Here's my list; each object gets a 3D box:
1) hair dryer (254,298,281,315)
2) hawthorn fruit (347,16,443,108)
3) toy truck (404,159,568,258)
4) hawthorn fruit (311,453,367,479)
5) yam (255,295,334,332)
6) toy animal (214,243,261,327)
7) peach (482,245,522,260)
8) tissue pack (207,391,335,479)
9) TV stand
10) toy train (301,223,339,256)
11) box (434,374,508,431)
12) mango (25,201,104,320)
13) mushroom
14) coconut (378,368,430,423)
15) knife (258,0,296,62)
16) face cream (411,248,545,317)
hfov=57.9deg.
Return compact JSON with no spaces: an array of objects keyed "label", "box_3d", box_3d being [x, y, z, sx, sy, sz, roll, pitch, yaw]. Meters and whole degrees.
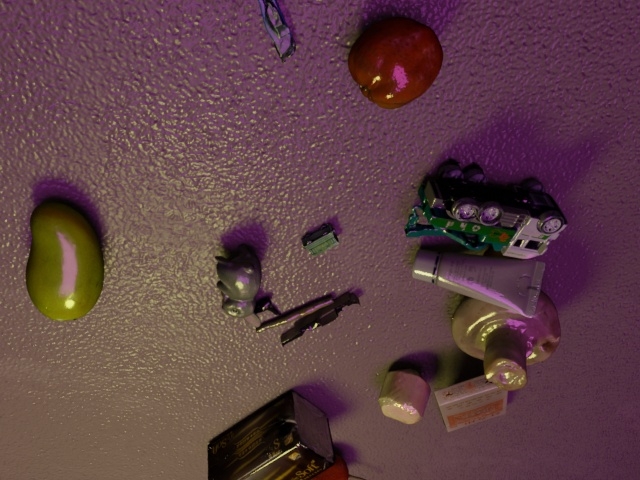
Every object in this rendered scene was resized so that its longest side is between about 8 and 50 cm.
[{"label":"hair dryer","box_3d":[-0.145,0.193,1.566,0.079,0.031,0.083,-34,130,27]},{"label":"hawthorn fruit","box_3d":[0.152,-0.353,1.155,0.190,0.189,0.189,-4,124,-6]},{"label":"toy truck","box_3d":[0.394,-0.064,1.394,0.364,0.176,0.177,7,131,-12]},{"label":"hawthorn fruit","box_3d":[0.069,0.788,1.924,0.286,0.165,0.165,10,122,-21]},{"label":"yam","box_3d":[-0.070,0.206,1.581,0.234,0.027,0.029,-24,128,8]},{"label":"toy animal","box_3d":[-0.201,0.135,1.451,0.108,0.138,0.236,-17,118,-31]},{"label":"peach","box_3d":[0.472,0.052,1.517,0.101,0.100,0.100,-4,124,-6]},{"label":"tissue pack","box_3d":[-0.159,0.659,1.769,0.370,0.210,0.198,-37,127,14]},{"label":"TV stand","box_3d":[-0.007,0.219,1.593,0.249,0.036,0.042,-31,123,13]},{"label":"toy train","box_3d":[0.000,0.000,1.449,0.093,0.038,0.056,-28,129,10]},{"label":"box","box_3d":[0.462,0.495,1.758,0.205,0.051,0.365,-20,148,5]},{"label":"mango","box_3d":[-0.593,0.052,1.340,0.176,0.143,0.292,3,113,-3]},{"label":"mushroom","box_3d":[0.497,0.268,1.536,0.293,0.289,0.292,6,133,6]},{"label":"coconut","box_3d":[0.253,0.452,1.724,0.147,0.152,0.147,15,144,11]},{"label":"knife","box_3d":[-0.116,-0.482,1.115,0.044,0.026,0.296,-16,126,17]},{"label":"face cream","box_3d":[0.391,0.090,1.460,0.315,0.089,0.143,12,88,18]}]
